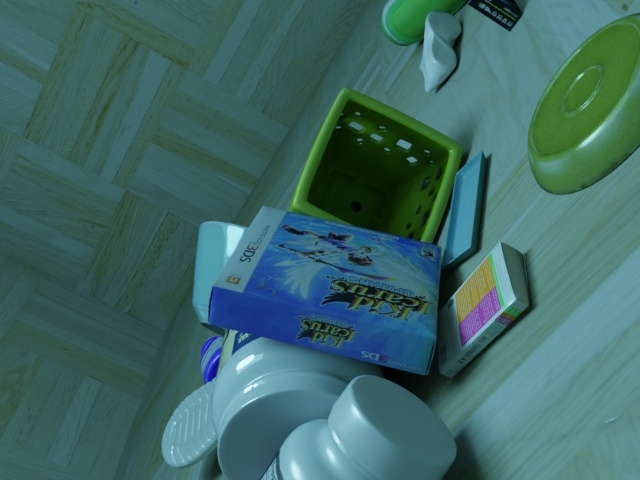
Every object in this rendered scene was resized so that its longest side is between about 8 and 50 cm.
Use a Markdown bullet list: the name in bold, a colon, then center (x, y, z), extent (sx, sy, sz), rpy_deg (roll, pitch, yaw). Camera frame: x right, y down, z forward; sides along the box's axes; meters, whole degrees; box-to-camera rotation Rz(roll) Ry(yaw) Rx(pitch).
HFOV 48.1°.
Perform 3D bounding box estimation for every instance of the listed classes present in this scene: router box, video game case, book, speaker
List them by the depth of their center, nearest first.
- **book**: center (0.186, 0.084, 0.848), extent (0.144, 0.035, 0.096), rpy_deg (-54, 17, 36)
- **video game case**: center (0.019, 0.052, 0.935), extent (0.244, 0.269, 0.061), rpy_deg (-68, -10, -62)
- **router box**: center (0.301, -0.427, 1.274), extent (0.038, 0.092, 0.122), rpy_deg (-53, 17, 30)
- **speaker**: center (0.248, -0.556, 1.633), extent (0.131, 0.131, 0.296), rpy_deg (-67, 15, -19)

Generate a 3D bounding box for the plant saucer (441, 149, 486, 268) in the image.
- **plant saucer**: center (0.210, -0.044, 1.034), extent (0.067, 0.018, 0.192), rpy_deg (-46, 22, 49)

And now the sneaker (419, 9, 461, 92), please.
- **sneaker**: center (0.238, -0.395, 1.495), extent (0.094, 0.080, 0.212), rpy_deg (116, 171, -49)

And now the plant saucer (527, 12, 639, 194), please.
- **plant saucer**: center (0.318, -0.168, 0.839), extent (0.241, 0.037, 0.241), rpy_deg (-57, 15, 24)

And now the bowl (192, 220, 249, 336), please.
- **bowl**: center (-0.103, 0.105, 1.275), extent (0.163, 0.311, 0.311), rpy_deg (-68, 15, -15)

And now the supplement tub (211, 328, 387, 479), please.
- **supplement tub**: center (-0.025, 0.182, 0.996), extent (0.235, 0.235, 0.325), rpy_deg (-56, 15, 23)

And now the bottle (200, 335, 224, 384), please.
- **bottle**: center (-0.267, 0.315, 1.909), extent (0.118, 0.092, 0.283), rpy_deg (-61, 14, -2)

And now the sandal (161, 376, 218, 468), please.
- **sandal**: center (-0.192, 0.369, 1.558), extent (0.416, 0.102, 0.169), rpy_deg (-42, 36, 22)

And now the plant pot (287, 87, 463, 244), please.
- **plant pot**: center (0.070, -0.076, 1.189), extent (0.227, 0.228, 0.207), rpy_deg (-67, 7, -20)

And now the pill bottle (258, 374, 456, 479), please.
- **pill bottle**: center (0.005, 0.308, 0.772), extent (0.319, 0.176, 0.176), rpy_deg (-58, 15, 16)
